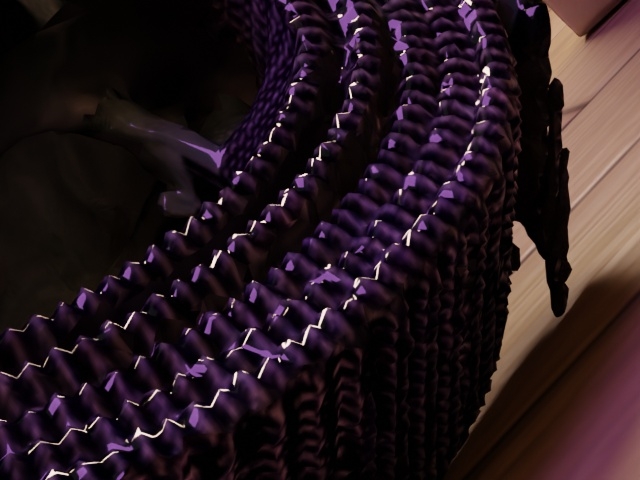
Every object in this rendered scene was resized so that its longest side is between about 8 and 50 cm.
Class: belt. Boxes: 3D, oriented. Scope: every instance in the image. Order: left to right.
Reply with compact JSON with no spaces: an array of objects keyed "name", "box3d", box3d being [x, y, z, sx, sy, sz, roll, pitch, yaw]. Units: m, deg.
[{"name":"belt","box3d":[-0.091,0.003,0.450,0.325,0.260,0.122,-37,-38,-33]}]

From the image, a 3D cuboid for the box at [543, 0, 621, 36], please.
[{"name":"box","box3d":[0.087,-0.295,0.870,0.200,0.343,0.065,-43,5,22]}]
